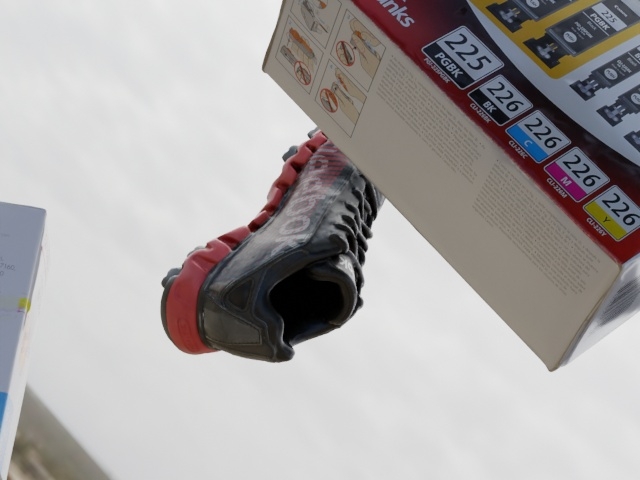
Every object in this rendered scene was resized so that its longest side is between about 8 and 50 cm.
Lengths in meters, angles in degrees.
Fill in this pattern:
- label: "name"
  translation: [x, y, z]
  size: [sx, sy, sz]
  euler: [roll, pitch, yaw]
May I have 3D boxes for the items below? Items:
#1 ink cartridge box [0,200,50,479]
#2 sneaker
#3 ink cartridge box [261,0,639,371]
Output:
- label: "ink cartridge box"
  translation: [-0.195, 0.042, 0.878]
  size: [0.061, 0.181, 0.104]
  euler: [10, -20, -6]
- label: "sneaker"
  translation: [0.000, 0.000, 1.232]
  size: [0.135, 0.276, 0.098]
  euler: [18, -38, 37]
- label: "ink cartridge box"
  translation: [0.165, -0.110, 1.070]
  size: [0.309, 0.272, 0.130]
  euler: [47, -35, 19]
